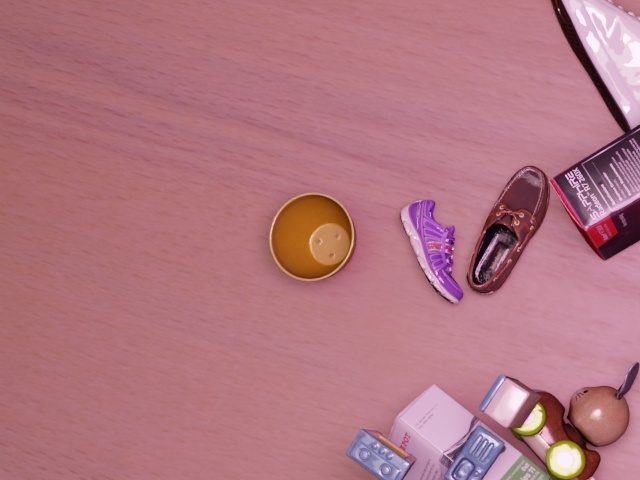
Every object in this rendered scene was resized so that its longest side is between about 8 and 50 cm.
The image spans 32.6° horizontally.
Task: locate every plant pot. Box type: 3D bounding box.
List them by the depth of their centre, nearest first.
[{"bbox_3d":[0.000,0.000,1.684,0.134,0.095,0.134,-3,82,18],"label":"plant pot"}]

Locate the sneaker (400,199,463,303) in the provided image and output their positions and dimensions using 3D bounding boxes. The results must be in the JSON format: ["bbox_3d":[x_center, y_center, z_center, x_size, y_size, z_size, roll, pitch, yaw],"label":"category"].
[{"bbox_3d":[0.177,0.014,1.639,0.071,0.068,0.170,-24,75,8],"label":"sneaker"}]

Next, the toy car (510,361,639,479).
[{"bbox_3d":[0.362,0.232,1.505,0.188,0.155,0.149,-41,72,-1],"label":"toy car"}]

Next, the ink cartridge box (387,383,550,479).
[{"bbox_3d":[0.196,0.323,1.535,0.208,0.153,0.087,38,55,19],"label":"ink cartridge box"}]

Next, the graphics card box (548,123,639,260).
[{"bbox_3d":[0.500,-0.118,1.458,0.371,0.233,0.094,-33,69,11],"label":"graphics card box"}]

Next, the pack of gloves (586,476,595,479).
[{"bbox_3d":[0.359,0.454,1.500,0.195,0.046,0.232,-40,100,8],"label":"pack of gloves"}]

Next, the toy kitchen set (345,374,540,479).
[{"bbox_3d":[0.152,0.238,1.410,0.166,0.122,0.207,34,91,20],"label":"toy kitchen set"}]

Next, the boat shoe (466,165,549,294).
[{"bbox_3d":[0.276,-0.016,1.606,0.073,0.073,0.207,22,89,21],"label":"boat shoe"}]

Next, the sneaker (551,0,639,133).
[{"bbox_3d":[0.429,-0.302,1.587,0.123,0.106,0.290,-29,83,6],"label":"sneaker"}]
